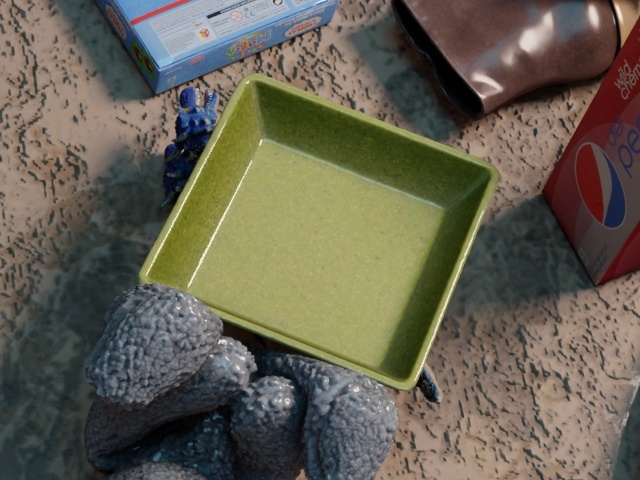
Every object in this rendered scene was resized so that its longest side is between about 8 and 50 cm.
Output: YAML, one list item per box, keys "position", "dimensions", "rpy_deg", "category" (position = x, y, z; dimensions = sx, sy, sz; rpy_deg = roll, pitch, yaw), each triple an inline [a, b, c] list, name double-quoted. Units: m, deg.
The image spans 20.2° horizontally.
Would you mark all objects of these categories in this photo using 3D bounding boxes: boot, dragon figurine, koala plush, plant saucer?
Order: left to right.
- position: [-0.094, 0.163, 1.122]
  dimensions: [0.196, 0.203, 0.221]
  rpy_deg: [26, 78, -18]
  category: "koala plush"
- position: [-0.020, 0.016, 1.245]
  dimensions: [0.144, 0.085, 0.289]
  rpy_deg: [-13, 62, -15]
  category: "dragon figurine"
- position: [0.000, 0.000, 1.179]
  dimensions: [0.188, 0.045, 0.188]
  rpy_deg: [22, 58, 5]
  category: "plant saucer"
- position: [0.142, -0.227, 1.399]
  dimensions: [0.207, 0.090, 0.248]
  rpy_deg: [-23, 73, -24]
  category: "boot"

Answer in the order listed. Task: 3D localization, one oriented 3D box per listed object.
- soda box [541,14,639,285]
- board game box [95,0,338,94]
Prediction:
- position: [0.240, -0.072, 1.239]
  dimensions: [0.083, 0.263, 0.092]
  rpy_deg: [-20, 68, -18]
  category: "soda box"
- position: [-0.109, -0.229, 1.384]
  dimensions: [0.160, 0.039, 0.211]
  rpy_deg: [-25, 70, -22]
  category: "board game box"
